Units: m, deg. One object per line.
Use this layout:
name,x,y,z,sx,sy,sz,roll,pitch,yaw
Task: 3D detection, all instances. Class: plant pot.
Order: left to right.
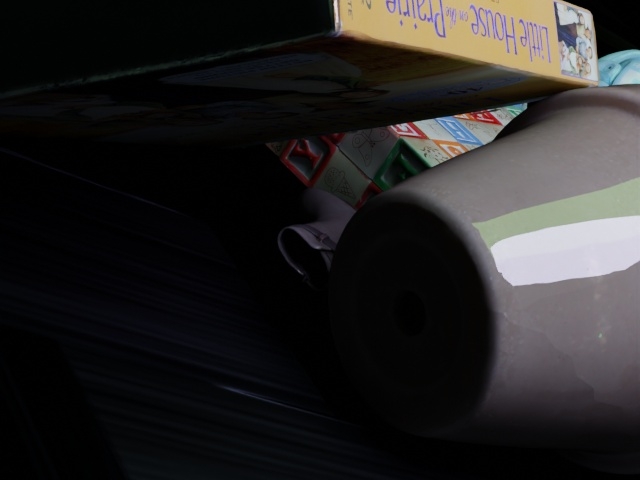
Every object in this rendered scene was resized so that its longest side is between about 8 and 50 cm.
plant pot,0.136,0.035,1.008,0.229,0.263,0.263,-8,44,-41

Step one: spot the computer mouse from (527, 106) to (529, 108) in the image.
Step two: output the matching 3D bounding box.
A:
computer mouse,0.254,-0.160,1.948,0.071,0.041,0.242,41,8,30

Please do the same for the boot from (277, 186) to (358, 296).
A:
boot,0.000,0.000,1.119,0.118,0.042,0.087,46,22,30

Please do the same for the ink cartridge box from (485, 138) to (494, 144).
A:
ink cartridge box,0.162,-0.012,1.225,0.135,0.056,0.099,60,37,-8

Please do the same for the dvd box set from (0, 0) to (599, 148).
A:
dvd box set,-0.036,-0.109,0.983,0.420,0.308,0.062,-3,86,-64

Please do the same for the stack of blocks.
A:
stack of blocks,0.102,-0.070,1.373,0.297,0.087,0.171,2,37,-52

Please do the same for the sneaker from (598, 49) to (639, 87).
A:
sneaker,0.299,-0.130,1.712,0.135,0.150,0.366,34,24,-3

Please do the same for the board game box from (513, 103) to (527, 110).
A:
board game box,0.068,-0.270,1.826,0.390,0.050,0.390,26,18,1
